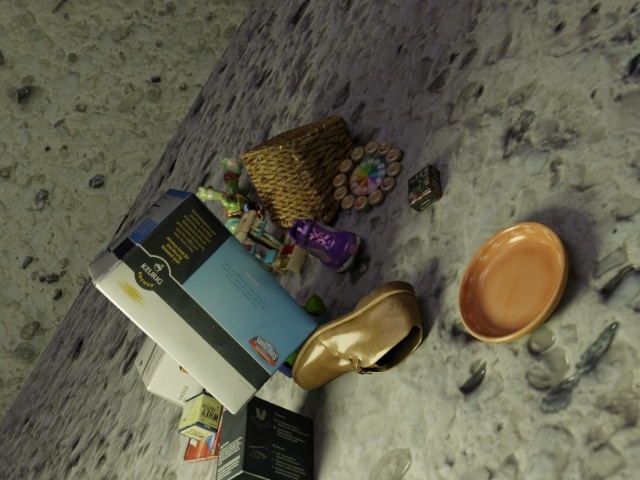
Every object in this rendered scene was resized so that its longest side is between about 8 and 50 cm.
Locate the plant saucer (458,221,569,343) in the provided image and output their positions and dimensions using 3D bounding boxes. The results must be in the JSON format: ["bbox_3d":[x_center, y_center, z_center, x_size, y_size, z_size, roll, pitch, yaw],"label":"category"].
[{"bbox_3d":[0.297,0.067,1.053,0.200,0.037,0.200,-39,35,34],"label":"plant saucer"}]

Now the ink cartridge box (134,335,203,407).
[{"bbox_3d":[-0.370,0.283,1.817,0.223,0.129,0.307,-62,20,-7],"label":"ink cartridge box"}]

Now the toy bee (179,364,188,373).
[{"bbox_3d":[-0.244,0.186,1.593,0.162,0.195,0.298,-159,71,-66],"label":"toy bee"}]

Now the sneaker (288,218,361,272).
[{"bbox_3d":[0.000,0.000,1.541,0.095,0.104,0.236,-61,28,-5],"label":"sneaker"}]

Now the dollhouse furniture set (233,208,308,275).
[{"bbox_3d":[-0.124,0.002,1.715,0.183,0.129,0.129,-8,57,58],"label":"dollhouse furniture set"}]

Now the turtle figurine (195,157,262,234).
[{"bbox_3d":[-0.303,-0.106,2.052,0.274,0.198,0.266,-35,32,33],"label":"turtle figurine"}]

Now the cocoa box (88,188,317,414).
[{"bbox_3d":[-0.221,0.102,1.282,0.228,0.347,0.231,-46,20,-12],"label":"cocoa box"}]

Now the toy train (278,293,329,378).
[{"bbox_3d":[-0.049,0.163,1.480,0.143,0.105,0.248,-37,32,16],"label":"toy train"}]

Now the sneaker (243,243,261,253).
[{"bbox_3d":[-0.221,0.096,1.797,0.107,0.118,0.279,-43,32,27],"label":"sneaker"}]

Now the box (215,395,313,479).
[{"bbox_3d":[-0.100,0.390,1.269,0.093,0.156,0.158,-41,33,34],"label":"box"}]

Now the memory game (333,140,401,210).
[{"bbox_3d":[0.103,-0.148,1.559,0.186,0.012,0.186,-21,52,30],"label":"memory game"}]

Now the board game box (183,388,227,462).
[{"bbox_3d":[-0.249,0.387,1.661,0.145,0.027,0.281,-29,40,46],"label":"board game box"}]

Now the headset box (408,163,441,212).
[{"bbox_3d":[0.207,-0.101,1.371,0.062,0.032,0.083,-37,36,37],"label":"headset box"}]

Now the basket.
[{"bbox_3d":[-0.025,-0.176,1.761,0.213,0.223,0.299,-32,15,-28],"label":"basket"}]

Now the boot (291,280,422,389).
[{"bbox_3d":[0.060,0.204,1.252,0.305,0.112,0.115,-42,43,27],"label":"boot"}]

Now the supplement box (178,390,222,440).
[{"bbox_3d":[-0.278,0.407,1.596,0.083,0.056,0.083,-33,37,40],"label":"supplement box"}]
